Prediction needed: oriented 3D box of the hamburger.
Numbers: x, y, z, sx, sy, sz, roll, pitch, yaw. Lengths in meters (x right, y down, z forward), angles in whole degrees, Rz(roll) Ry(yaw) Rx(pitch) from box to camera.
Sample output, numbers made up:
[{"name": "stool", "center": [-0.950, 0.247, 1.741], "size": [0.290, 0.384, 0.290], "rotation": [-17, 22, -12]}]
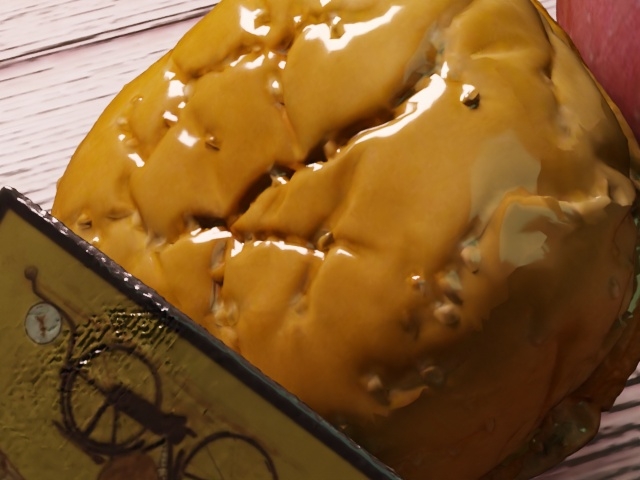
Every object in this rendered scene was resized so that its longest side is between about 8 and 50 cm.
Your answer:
[{"name": "hamburger", "center": [0.000, 0.000, 0.726], "size": [0.318, 0.158, 0.319], "rotation": [-10, 72, 31]}]

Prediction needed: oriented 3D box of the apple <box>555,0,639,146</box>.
[{"name": "apple", "center": [0.255, -0.109, 0.784], "size": [0.305, 0.235, 0.306], "rotation": [7, 44, -7]}]

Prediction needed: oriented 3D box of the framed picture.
[{"name": "framed picture", "center": [-0.127, 0.175, 0.649], "size": [0.244, 0.013, 0.324], "rotation": [35, 95, 20]}]
